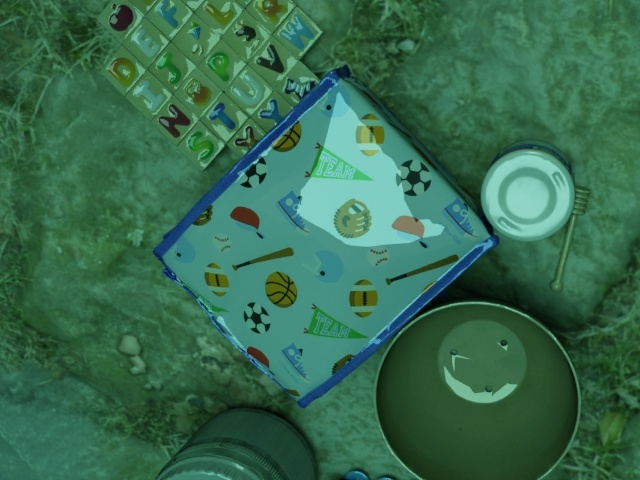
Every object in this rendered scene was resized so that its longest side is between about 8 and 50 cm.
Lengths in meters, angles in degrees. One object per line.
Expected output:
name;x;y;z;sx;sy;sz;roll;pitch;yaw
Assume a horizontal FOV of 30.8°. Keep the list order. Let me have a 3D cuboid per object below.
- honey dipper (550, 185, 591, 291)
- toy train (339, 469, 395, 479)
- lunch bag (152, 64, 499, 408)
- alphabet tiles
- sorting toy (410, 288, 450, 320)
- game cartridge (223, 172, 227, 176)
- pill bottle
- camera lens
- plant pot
honey dipper;0.361;0.000;1.700;0.030;0.030;0.161;15;106;9
toy train;0.096;0.428;1.811;0.184;0.080;0.105;9;108;10
lunch bag;0.000;0.000;1.618;0.328;0.239;0.385;45;102;-1
alphabet tiles;-0.168;-0.285;1.752;0.342;0.011;0.285;44;104;7
sorting toy;0.165;0.079;1.754;0.061;0.042;0.102;17;116;24
game cartridge;-0.016;-0.002;1.769;0.297;0.062;0.198;14;99;9
pill bottle;0.289;-0.075;1.600;0.124;0.221;0.124;2;100;12
camera lens;-0.132;0.389;1.749;0.219;0.274;0.219;2;101;11
plant pot;0.229;0.201;1.678;0.284;0.191;0.284;2;103;10
